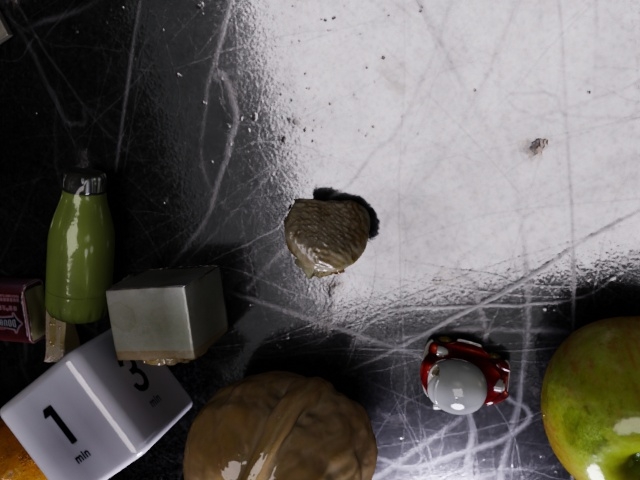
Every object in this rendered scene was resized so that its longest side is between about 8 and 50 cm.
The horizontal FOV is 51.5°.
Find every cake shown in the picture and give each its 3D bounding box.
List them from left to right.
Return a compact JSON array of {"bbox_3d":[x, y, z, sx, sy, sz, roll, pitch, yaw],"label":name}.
[{"bbox_3d":[-0.486,0.167,1.235,0.052,0.065,0.121,-10,93,15],"label":"cake"}]

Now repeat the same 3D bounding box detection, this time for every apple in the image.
[{"bbox_3d":[0.429,0.232,0.905,0.246,0.226,0.246,4,107,14],"label":"apple"}]

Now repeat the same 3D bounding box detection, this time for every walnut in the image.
[{"bbox_3d":[-0.068,0.345,1.053,0.296,0.285,0.285,21,108,16],"label":"walnut"}]

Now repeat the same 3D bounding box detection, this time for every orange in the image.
[{"bbox_3d":[-0.548,0.428,1.220,0.239,0.240,0.240,4,104,15],"label":"orange"}]

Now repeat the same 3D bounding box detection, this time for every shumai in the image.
[{"bbox_3d":[0.000,0.003,1.037,0.145,0.145,0.116,35,147,5],"label":"shumai"}]

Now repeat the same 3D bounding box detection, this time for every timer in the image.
[{"bbox_3d":[-0.369,0.280,1.115,0.194,0.192,0.195,-38,90,18],"label":"timer"}]

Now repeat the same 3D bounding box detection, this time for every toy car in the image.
[{"bbox_3d":[0.219,0.219,1.019,0.139,0.112,0.112,5,104,15],"label":"toy car"}]

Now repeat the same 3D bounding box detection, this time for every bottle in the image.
[{"bbox_3d":[-0.412,0.007,1.144,0.112,0.112,0.260,12,106,12],"label":"bottle"}]

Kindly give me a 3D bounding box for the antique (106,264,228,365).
[{"bbox_3d":[-0.249,0.124,1.107,0.146,0.152,0.148,-5,99,15],"label":"antique"}]

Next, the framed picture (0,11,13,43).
[{"bbox_3d":[-0.666,-0.431,1.159,0.189,0.023,0.260,-23,96,17],"label":"framed picture"}]

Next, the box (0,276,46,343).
[{"bbox_3d":[-0.632,0.128,1.259,0.224,0.069,0.120,3,104,13],"label":"box"}]
